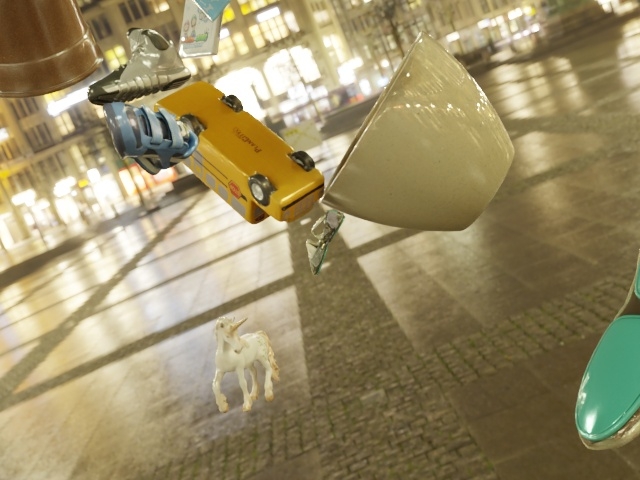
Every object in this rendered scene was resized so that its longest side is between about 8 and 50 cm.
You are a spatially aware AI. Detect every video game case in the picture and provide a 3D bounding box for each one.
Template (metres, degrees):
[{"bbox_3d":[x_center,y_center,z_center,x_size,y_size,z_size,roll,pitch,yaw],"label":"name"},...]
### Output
[{"bbox_3d":[-0.259,-0.470,1.704,0.019,0.143,0.157,6,4,-38],"label":"video game case"}]

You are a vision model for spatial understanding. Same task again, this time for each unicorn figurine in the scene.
[{"bbox_3d":[-0.091,0.137,0.898,0.060,0.111,0.162,-6,0,6],"label":"unicorn figurine"}]

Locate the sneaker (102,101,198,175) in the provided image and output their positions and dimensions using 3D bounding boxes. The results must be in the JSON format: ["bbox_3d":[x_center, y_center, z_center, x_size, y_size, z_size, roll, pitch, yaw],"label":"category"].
[{"bbox_3d":[-0.161,-0.103,0.745,0.059,0.053,0.144,-17,-6,7],"label":"sneaker"}]

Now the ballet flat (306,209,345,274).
[{"bbox_3d":[0.000,0.000,1.209,0.114,0.041,0.041,-65,-12,26],"label":"ballet flat"}]

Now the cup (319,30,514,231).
[{"bbox_3d":[0.181,-0.146,1.323,0.331,0.237,0.331,-59,4,6],"label":"cup"}]

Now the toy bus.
[{"bbox_3d":[-0.142,-0.141,1.324,0.108,0.332,0.130,-33,-29,-31],"label":"toy bus"}]

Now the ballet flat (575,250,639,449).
[{"bbox_3d":[0.201,0.048,0.451,0.168,0.052,0.057,-65,23,-8],"label":"ballet flat"}]

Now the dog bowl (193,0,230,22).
[{"bbox_3d":[-0.150,-0.552,1.464,0.297,0.074,0.166,-58,20,-6],"label":"dog bowl"}]

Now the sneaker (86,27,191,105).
[{"bbox_3d":[-0.374,-0.348,1.540,0.228,0.132,0.086,-24,2,-41],"label":"sneaker"}]

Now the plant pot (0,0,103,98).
[{"bbox_3d":[-0.374,-0.290,0.978,0.166,0.165,0.167,-3,39,2],"label":"plant pot"}]
